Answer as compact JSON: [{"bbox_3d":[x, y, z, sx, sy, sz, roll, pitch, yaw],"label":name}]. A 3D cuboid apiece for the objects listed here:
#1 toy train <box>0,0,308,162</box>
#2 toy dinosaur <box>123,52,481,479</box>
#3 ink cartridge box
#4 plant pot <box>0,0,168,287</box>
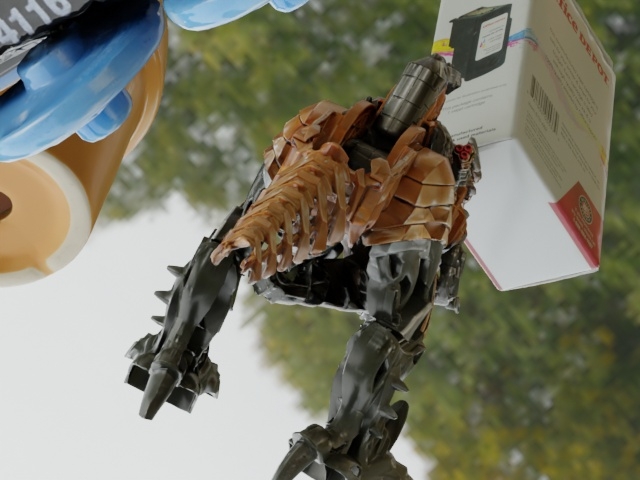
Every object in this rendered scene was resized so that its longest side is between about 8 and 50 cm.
[{"bbox_3d":[-0.055,-0.068,0.351,0.080,0.184,0.105,51,-148,-22],"label":"toy train"},{"bbox_3d":[0.000,0.000,0.925,0.164,0.218,0.322,31,-171,33],"label":"toy dinosaur"},{"bbox_3d":[0.127,-0.077,1.163,0.127,0.072,0.175,52,-144,-36],"label":"ink cartridge box"},{"bbox_3d":[-0.203,-0.079,1.165,0.205,0.205,0.188,39,-149,-32],"label":"plant pot"}]
